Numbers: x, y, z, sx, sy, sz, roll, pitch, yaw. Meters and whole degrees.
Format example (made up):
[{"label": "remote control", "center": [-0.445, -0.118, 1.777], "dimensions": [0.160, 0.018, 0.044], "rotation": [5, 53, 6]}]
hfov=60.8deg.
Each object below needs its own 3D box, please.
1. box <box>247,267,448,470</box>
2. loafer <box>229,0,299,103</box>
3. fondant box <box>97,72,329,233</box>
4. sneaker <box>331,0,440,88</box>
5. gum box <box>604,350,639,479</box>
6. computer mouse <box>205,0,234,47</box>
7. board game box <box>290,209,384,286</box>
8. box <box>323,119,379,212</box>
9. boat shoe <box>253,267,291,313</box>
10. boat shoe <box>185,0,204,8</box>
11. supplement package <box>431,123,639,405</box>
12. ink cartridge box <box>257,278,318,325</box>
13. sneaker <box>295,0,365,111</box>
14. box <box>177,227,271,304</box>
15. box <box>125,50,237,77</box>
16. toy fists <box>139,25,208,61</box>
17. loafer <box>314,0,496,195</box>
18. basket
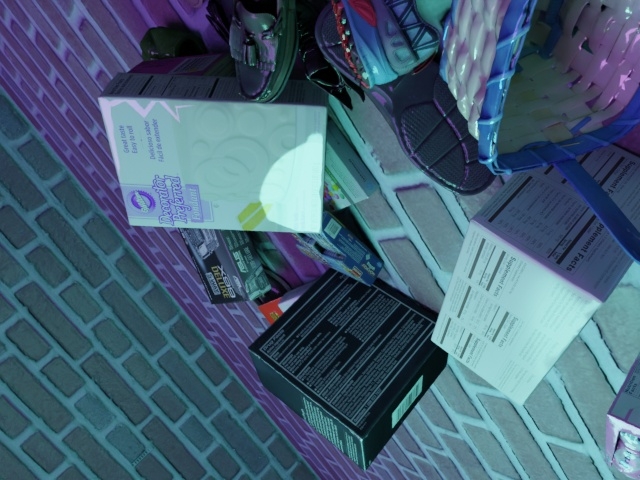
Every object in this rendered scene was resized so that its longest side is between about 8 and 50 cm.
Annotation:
[{"label": "box", "center": [0.066, 0.242, 1.130], "dimensions": [0.294, 0.296, 0.183], "rotation": [32, 150, 29]}, {"label": "loafer", "center": [-0.075, -0.306, 0.684], "dimensions": [0.096, 0.084, 0.268], "rotation": [22, 113, 20]}, {"label": "fondant box", "center": [-0.155, -0.134, 0.878], "dimensions": [0.330, 0.096, 0.238], "rotation": [3, 130, 1]}, {"label": "sneaker", "center": [0.065, -0.311, 0.613], "dimensions": [0.104, 0.125, 0.262], "rotation": [-107, 2, -82]}, {"label": "gum box", "center": [0.415, 0.195, 0.672], "dimensions": [0.062, 0.188, 0.107], "rotation": [20, 142, 41]}, {"label": "computer mouse", "center": [-0.104, -0.347, 0.819], "dimensions": [0.188, 0.072, 0.272], "rotation": [49, 153, -2]}, {"label": "board game box", "center": [0.000, 0.000, 1.106], "dimensions": [0.194, 0.060, 0.194], "rotation": [41, 166, -36]}, {"label": "box", "center": [0.007, -0.125, 1.000], "dimensions": [0.145, 0.038, 0.186], "rotation": [53, 154, -11]}, {"label": "boat shoe", "center": [-0.228, 0.105, 1.588], "dimensions": [0.335, 0.095, 0.112], "rotation": [27, 147, 34]}, {"label": "boat shoe", "center": [-0.190, -0.426, 0.844], "dimensions": [0.084, 0.079, 0.233], "rotation": [43, 170, -18]}, {"label": "supplement package", "center": [0.267, 0.036, 0.654], "dimensions": [0.145, 0.204, 0.262], "rotation": [36, 151, 24]}, {"label": "ink cartridge box", "center": [-0.019, 0.253, 1.427], "dimensions": [0.238, 0.060, 0.275], "rotation": [-27, 107, 34]}, {"label": "sneaker", "center": [-0.004, -0.258, 0.746], "dimensions": [0.170, 0.089, 0.051], "rotation": [36, 132, -28]}, {"label": "box", "center": [-0.273, 0.016, 1.458], "dimensions": [0.242, 0.076, 0.308], "rotation": [-12, 103, 55]}, {"label": "box", "center": [-0.232, -0.203, 1.009], "dimensions": [0.213, 0.117, 0.243], "rotation": [5, 134, 30]}, {"label": "toy fists", "center": [-0.275, -0.295, 1.114], "dimensions": [0.142, 0.096, 0.279], "rotation": [23, 146, 40]}, {"label": "loafer", "center": [0.120, -0.190, 0.712], "dimensions": [0.109, 0.095, 0.302], "rotation": [-42, 93, 19]}, {"label": "basket", "center": [0.227, -0.150, 0.429], "dimensions": [0.255, 0.201, 0.289], "rotation": [89, 163, -54]}]
